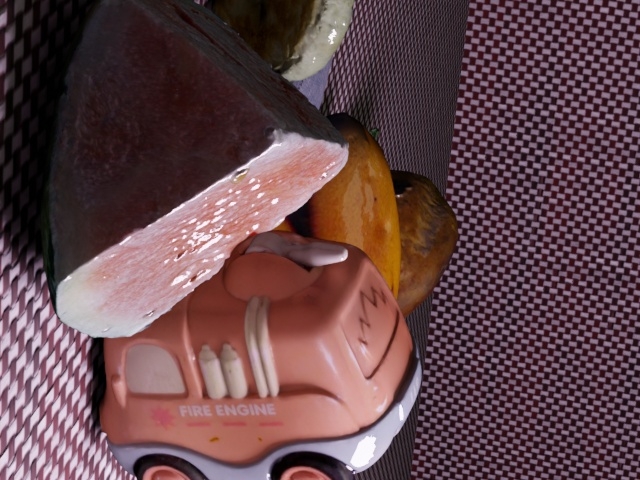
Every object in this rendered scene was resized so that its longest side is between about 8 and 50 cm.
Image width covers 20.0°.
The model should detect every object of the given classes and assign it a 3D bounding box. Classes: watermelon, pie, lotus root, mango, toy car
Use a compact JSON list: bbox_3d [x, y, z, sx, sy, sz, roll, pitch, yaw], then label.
[{"bbox_3d":[-0.089,-0.047,1.268,0.213,0.201,0.262,16,87,-73],"label":"watermelon"},{"bbox_3d":[-0.033,-0.253,1.575,0.240,0.054,0.241,1,-89,60],"label":"pie"},{"bbox_3d":[0.077,0.010,2.426,0.291,0.193,0.193,-49,151,-42],"label":"lotus root"},{"bbox_3d":[0.006,-0.001,2.044,0.201,0.152,0.287,-10,101,-46],"label":"mango"},{"bbox_3d":[-0.061,0.086,1.477,0.180,0.270,0.212,-62,141,-49],"label":"toy car"}]

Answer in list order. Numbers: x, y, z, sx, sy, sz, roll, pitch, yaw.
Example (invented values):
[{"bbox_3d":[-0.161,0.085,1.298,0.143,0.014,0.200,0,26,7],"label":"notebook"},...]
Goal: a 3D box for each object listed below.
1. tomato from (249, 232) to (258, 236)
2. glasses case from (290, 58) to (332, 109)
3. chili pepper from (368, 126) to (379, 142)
[{"bbox_3d":[-0.090,0.001,1.716,0.155,0.069,0.156,9,90,-81],"label":"tomato"},{"bbox_3d":[-0.027,-0.177,1.925,0.109,0.067,0.282,76,26,-61],"label":"glasses case"},{"bbox_3d":[0.051,-0.061,2.539,0.098,0.061,0.224,-44,148,-50],"label":"chili pepper"}]
